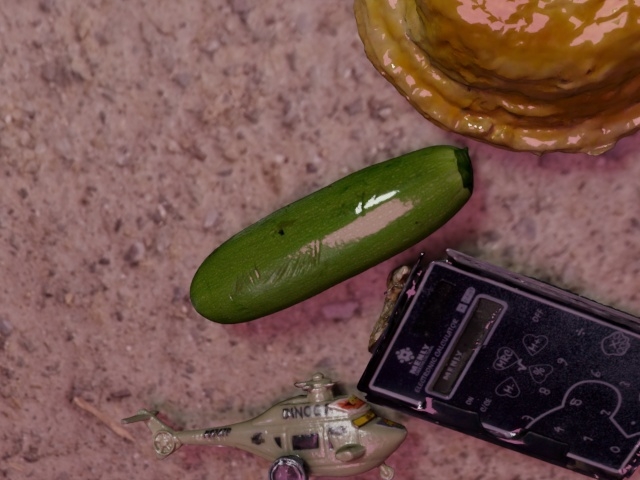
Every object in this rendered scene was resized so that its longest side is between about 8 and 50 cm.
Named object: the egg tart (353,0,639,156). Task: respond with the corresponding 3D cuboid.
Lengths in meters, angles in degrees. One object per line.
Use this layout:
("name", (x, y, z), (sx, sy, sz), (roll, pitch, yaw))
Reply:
("egg tart", (0.164, -0.198, 0.497), (0.319, 0.128, 0.319), (5, 114, 11))

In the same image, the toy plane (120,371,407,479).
("toy plane", (-0.056, 0.191, 0.739), (0.286, 0.092, 0.108), (-9, 87, 17))

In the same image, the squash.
("squash", (-0.001, 0.001, 0.645), (0.292, 0.082, 0.082), (-26, 103, 22))

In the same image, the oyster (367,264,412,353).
("oyster", (0.058, 0.058, 0.663), (0.083, 0.081, 0.038), (-47, 59, 2))

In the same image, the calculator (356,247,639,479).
("calculator", (0.184, 0.114, 0.649), (0.274, 0.028, 0.165), (20, 116, -6))
